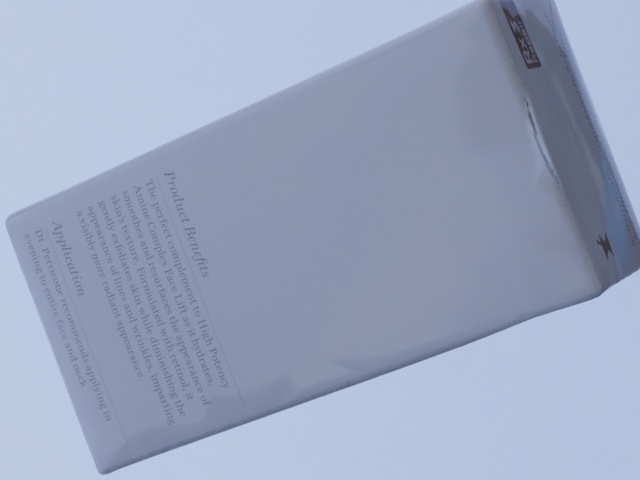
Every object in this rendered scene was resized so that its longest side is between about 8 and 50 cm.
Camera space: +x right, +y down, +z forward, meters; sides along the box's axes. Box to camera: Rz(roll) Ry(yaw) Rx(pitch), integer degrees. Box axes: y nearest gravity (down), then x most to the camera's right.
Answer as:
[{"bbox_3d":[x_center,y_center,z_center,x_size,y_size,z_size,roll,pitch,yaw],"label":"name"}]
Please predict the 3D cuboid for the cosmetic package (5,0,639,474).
[{"bbox_3d":[0.000,0.000,0.706,0.085,0.231,0.117,-19,-92,-65],"label":"cosmetic package"}]
